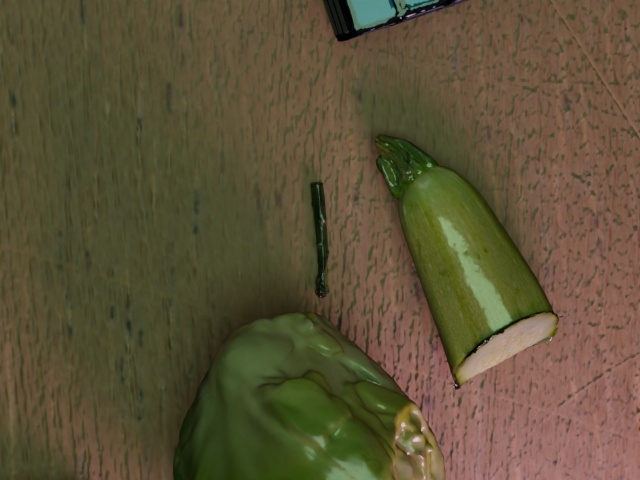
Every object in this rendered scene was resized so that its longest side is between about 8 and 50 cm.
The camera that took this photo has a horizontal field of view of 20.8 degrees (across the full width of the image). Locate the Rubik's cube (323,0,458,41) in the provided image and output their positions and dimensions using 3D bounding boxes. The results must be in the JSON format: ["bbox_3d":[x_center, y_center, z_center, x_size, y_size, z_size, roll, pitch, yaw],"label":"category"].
[{"bbox_3d":[0.073,-0.304,1.782,0.161,0.163,0.162,-19,95,-3],"label":"Rubik's cube"}]

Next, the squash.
[{"bbox_3d":[0.154,0.006,1.847,0.137,0.137,0.287,-23,97,-2],"label":"squash"}]

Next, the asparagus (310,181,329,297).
[{"bbox_3d":[0.000,0.000,1.884,0.018,0.015,0.127,-3,97,4],"label":"asparagus"}]

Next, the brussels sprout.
[{"bbox_3d":[0.001,0.244,1.779,0.268,0.344,0.344,-11,100,-40],"label":"brussels sprout"}]
